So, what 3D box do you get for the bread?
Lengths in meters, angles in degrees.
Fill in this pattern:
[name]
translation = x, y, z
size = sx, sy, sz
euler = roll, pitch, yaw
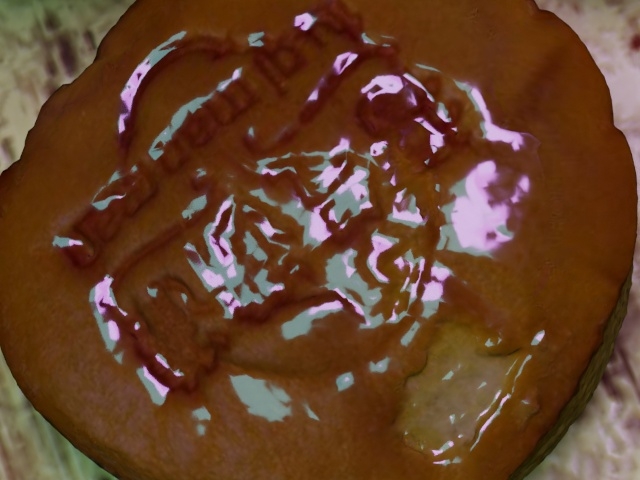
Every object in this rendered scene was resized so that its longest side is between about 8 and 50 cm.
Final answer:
[bread]
translation = 0.000, 0.000, 0.836
size = 0.270, 0.148, 0.270
euler = -2, 83, 13
